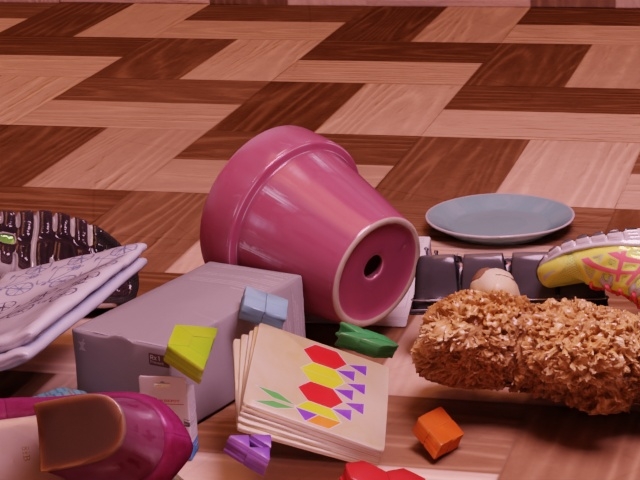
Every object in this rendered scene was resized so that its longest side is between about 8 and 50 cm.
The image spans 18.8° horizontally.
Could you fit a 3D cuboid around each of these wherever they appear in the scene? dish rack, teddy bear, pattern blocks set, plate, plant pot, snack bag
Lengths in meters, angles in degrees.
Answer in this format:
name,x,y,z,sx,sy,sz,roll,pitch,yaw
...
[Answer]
name,x,y,z,sx,sy,sz,roll,pitch,yaw
dish rack,0.208,0.042,2.116,0.208,0.074,0.271,0,-1,6
teddy bear,0.260,0.098,1.846,0.338,0.113,0.245,13,12,26
pattern blocks set,-0.008,0.144,1.785,0.285,0.026,0.325,23,23,3
plate,0.225,-0.023,2.434,0.188,0.024,0.188,-1,18,0
plant pot,0.000,0.000,2.088,0.201,0.201,0.180,-18,36,-40
snack bag,-0.377,0.094,1.979,0.342,0.037,0.323,-15,12,20

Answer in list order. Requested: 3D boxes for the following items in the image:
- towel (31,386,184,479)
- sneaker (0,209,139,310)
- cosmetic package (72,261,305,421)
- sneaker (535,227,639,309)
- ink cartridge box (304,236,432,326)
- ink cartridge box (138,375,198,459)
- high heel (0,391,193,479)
name,x,y,z,sx,sy,sz,roll,pitch,yaw
towel,-0.259,0.226,1.695,0.271,0.040,0.370,-13,20,-27
sneaker,-0.360,0.037,2.218,0.281,0.106,0.162,18,-35,-23
cosmetic package,-0.129,0.104,1.960,0.127,0.107,0.238,10,24,33
sneaker,0.314,0.035,1.918,0.208,0.094,0.081,-9,-6,25
ink cartridge box,0.046,0.057,2.214,0.145,0.045,0.179,2,37,13
ink cartridge box,-0.142,0.161,1.806,0.048,0.083,0.028,1,18,11
high heel,-0.301,0.195,1.651,0.377,0.127,0.181,-4,-15,16
